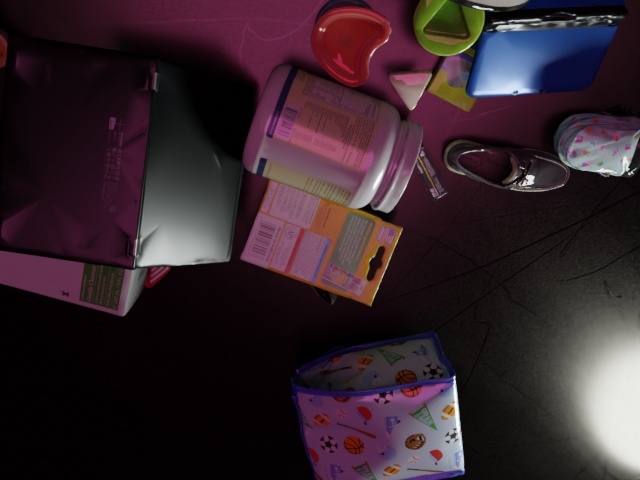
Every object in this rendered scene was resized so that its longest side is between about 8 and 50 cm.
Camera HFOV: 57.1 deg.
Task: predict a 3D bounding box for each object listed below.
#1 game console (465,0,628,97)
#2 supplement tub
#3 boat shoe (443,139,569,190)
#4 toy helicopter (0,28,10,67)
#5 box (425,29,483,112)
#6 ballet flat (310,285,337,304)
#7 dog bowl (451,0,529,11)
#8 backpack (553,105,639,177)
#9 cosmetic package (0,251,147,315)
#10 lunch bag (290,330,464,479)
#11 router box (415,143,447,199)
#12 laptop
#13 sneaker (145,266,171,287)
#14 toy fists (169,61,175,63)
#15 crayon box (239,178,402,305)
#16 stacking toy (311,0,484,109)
[{"bbox_3d":[0.437,-0.448,1.197,0.293,0.173,0.250,-6,80,-10],"label":"game console"},{"bbox_3d":[0.023,-0.204,1.225,0.325,0.235,0.235,20,111,-6],"label":"supplement tub"},{"bbox_3d":[0.418,-0.158,1.306,0.285,0.092,0.102,13,111,-3],"label":"boat shoe"},{"bbox_3d":[-0.767,-0.505,1.190,0.235,0.140,0.355,-26,111,14],"label":"toy helicopter"},{"bbox_3d":[0.314,-0.377,1.250,0.109,0.042,0.178,24,111,-10],"label":"box"},{"bbox_3d":[-0.015,0.086,1.441,0.057,0.049,0.173,-38,106,14],"label":"ballet flat"},{"bbox_3d":[0.238,-0.582,0.971,0.408,0.408,0.150,27,144,-9],"label":"dog bowl"},{"bbox_3d":[0.602,-0.212,1.269,0.182,0.115,0.151,8,114,2],"label":"backpack"},{"bbox_3d":[-0.565,0.006,1.278,0.366,0.155,0.196,14,112,-4],"label":"cosmetic package"},{"bbox_3d":[0.137,0.434,1.478,0.386,0.239,0.327,-12,113,-1],"label":"lunch bag"},{"bbox_3d":[0.235,-0.160,1.313,0.038,0.092,0.122,-28,108,12],"label":"router box"},{"bbox_3d":[-0.367,-0.153,1.149,0.408,0.236,0.381,8,96,-3],"label":"laptop"},{"bbox_3d":[-0.472,0.067,1.431,0.221,0.087,0.128,-10,110,7],"label":"sneaker"},{"bbox_3d":[-0.302,-0.243,1.275,0.096,0.142,0.279,-10,111,21],"label":"toy fists"},{"bbox_3d":[0.000,0.000,1.370,0.323,0.083,0.203,21,98,-6],"label":"crayon box"},{"bbox_3d":[0.149,-0.441,1.159,0.280,0.130,0.309,31,121,-15],"label":"stacking toy"}]
